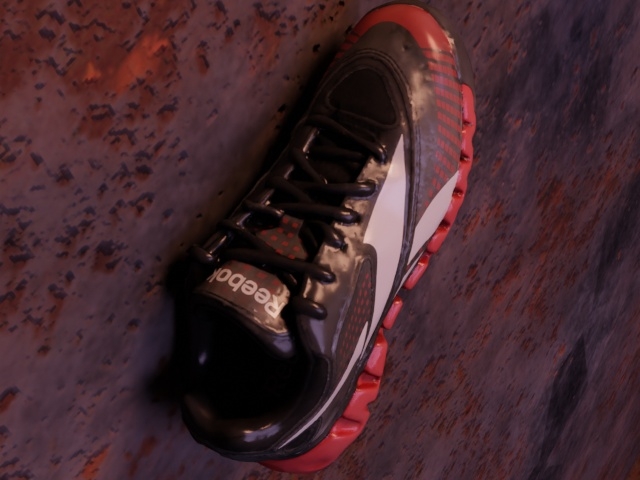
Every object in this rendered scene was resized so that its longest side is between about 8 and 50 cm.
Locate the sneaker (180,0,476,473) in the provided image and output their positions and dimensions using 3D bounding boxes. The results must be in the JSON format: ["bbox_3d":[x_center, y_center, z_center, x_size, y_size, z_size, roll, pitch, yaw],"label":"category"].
[{"bbox_3d":[0.000,0.000,0.586,0.135,0.098,0.276,7,106,-63],"label":"sneaker"}]
